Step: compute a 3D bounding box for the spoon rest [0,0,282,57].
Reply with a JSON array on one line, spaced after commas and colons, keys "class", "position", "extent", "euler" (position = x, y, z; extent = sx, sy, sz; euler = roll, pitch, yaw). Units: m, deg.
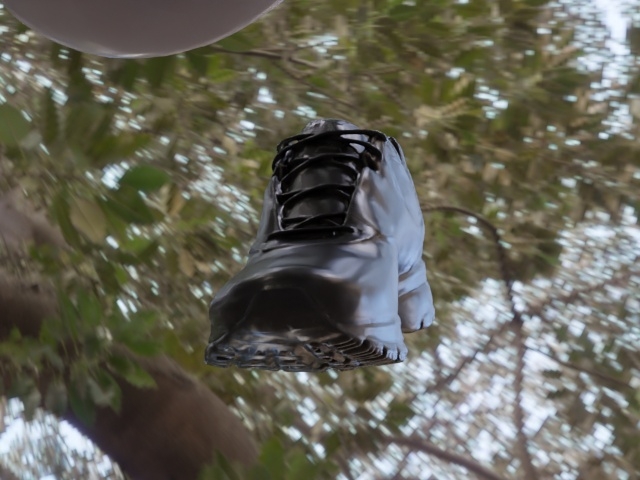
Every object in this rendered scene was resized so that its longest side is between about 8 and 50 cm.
[{"class": "spoon rest", "position": [-0.020, -0.178, 0.653], "extent": [0.137, 0.084, 0.276], "euler": [31, -107, 26]}]

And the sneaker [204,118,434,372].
[{"class": "sneaker", "position": [0.000, 0.000, 0.907], "extent": [0.109, 0.286, 0.130], "euler": [-1, -84, 8]}]
